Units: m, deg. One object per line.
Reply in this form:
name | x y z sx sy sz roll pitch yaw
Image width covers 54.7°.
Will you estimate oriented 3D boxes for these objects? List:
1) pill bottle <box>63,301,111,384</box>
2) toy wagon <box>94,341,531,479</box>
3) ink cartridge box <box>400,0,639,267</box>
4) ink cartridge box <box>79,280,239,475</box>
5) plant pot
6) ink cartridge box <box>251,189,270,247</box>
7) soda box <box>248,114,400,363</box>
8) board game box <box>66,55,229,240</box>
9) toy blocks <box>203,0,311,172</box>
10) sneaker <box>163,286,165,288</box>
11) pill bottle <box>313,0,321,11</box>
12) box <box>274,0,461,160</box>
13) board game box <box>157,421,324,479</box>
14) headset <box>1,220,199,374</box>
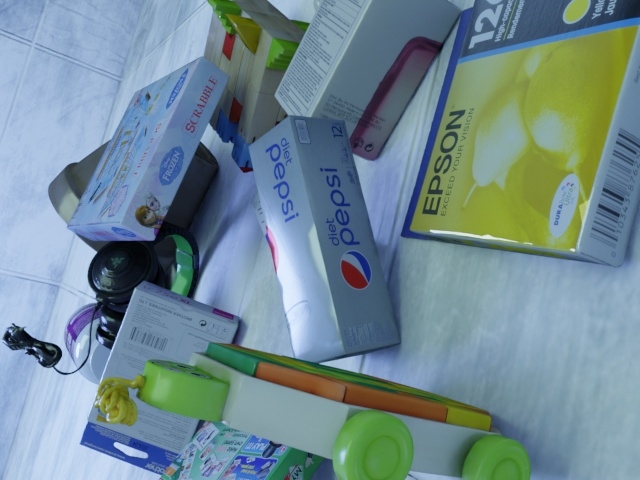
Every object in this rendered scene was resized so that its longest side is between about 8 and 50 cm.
pill bottle | -0.517 0.254 1.498 0.301 0.169 0.169 8 81 61
toy wagon | -0.009 0.141 0.523 0.267 0.344 0.068 -1 72 59
ink cartridge box | 0.190 -0.140 0.625 0.307 0.072 0.303 10 84 58
ink cartridge box | -0.284 0.246 1.091 0.065 0.186 0.311 -106 38 -82
plant pot | -0.391 -0.127 1.402 0.280 0.323 0.323 -46 35 10
ink cartridge box | -0.054 -0.044 1.004 0.097 0.046 0.207 -61 32 21
soda box | 0.000 0.000 0.748 0.098 0.091 0.286 -25 74 48
board game box | -0.323 -0.152 1.127 0.318 0.066 0.318 1 65 54
toy blocks | -0.135 -0.302 1.178 0.381 0.191 0.260 54 135 44
sneaker | -0.430 0.104 1.468 0.343 0.134 0.146 28 98 61
pill bottle | 0.039 -0.421 1.032 0.116 0.065 0.065 -29 51 50
box | 0.056 -0.253 0.849 0.232 0.127 0.148 -59 32 21
board game box | -0.132 0.323 0.826 0.213 0.046 0.317 -49 16 -33
headset | -0.388 0.109 1.180 0.394 0.185 0.243 -46 -33 -52
